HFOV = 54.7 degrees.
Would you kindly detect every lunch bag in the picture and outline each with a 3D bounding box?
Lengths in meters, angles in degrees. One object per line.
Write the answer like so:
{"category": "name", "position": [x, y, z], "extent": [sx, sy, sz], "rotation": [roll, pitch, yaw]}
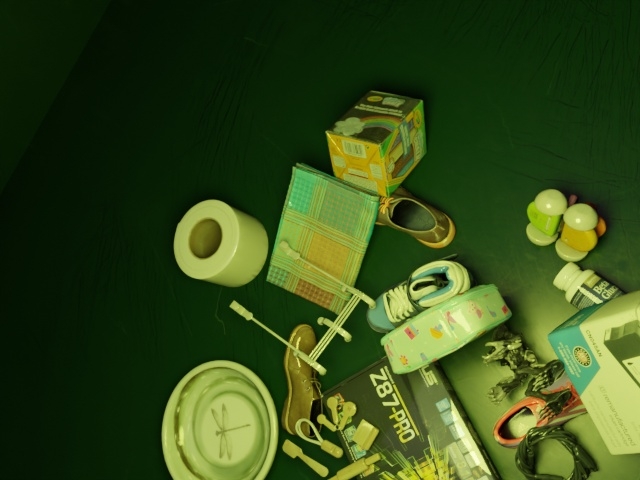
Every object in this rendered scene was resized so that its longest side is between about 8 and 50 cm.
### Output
{"category": "lunch bag", "position": [0.285, 0.202, 1.422], "extent": [0.279, 0.224, 0.108], "rotation": [-38, 74, 39]}

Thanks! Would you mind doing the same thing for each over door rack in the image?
{"category": "over door rack", "position": [-0.042, 0.180, 1.664], "extent": [0.324, 0.108, 0.239], "rotation": [32, 77, 26]}

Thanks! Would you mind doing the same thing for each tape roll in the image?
{"category": "tape roll", "position": [-0.306, 0.013, 1.915], "extent": [0.246, 0.169, 0.246], "rotation": [-7, 75, 25]}

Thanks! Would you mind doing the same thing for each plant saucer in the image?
{"category": "plant saucer", "position": [-0.278, 0.553, 1.801], "extent": [0.400, 0.100, 0.401], "rotation": [-7, 75, 26]}

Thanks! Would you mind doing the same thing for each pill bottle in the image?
{"category": "pill bottle", "position": [0.632, 0.127, 1.434], "extent": [0.169, 0.094, 0.094], "rotation": [41, 98, 29]}

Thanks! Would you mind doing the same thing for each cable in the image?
{"category": "cable", "position": [0.515, 0.490, 1.392], "extent": [0.150, 0.047, 0.184], "rotation": [-39, 102, 27]}

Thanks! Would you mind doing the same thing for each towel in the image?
{"category": "towel", "position": [0.000, 0.000, 1.730], "extent": [0.271, 0.040, 0.370], "rotation": [23, 111, 19]}

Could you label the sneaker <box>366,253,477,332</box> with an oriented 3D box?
{"category": "sneaker", "position": [0.227, 0.137, 1.563], "extent": [0.322, 0.236, 0.130], "rotation": [-22, 68, 21]}

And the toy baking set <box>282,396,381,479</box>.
{"category": "toy baking set", "position": [0.032, 0.516, 1.574], "extent": [0.256, 0.030, 0.197], "rotation": [-39, 66, 15]}

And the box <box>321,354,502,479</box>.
{"category": "box", "position": [0.218, 0.495, 1.558], "extent": [0.318, 0.097, 0.395], "rotation": [-32, 64, 14]}

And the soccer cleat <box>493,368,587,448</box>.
{"category": "soccer cleat", "position": [0.531, 0.372, 1.412], "extent": [0.318, 0.116, 0.109], "rotation": [-40, 62, 13]}

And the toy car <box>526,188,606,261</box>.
{"category": "toy car", "position": [0.594, -0.053, 1.488], "extent": [0.182, 0.159, 0.136], "rotation": [34, 59, 30]}

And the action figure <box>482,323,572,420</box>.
{"category": "action figure", "position": [0.434, 0.287, 1.402], "extent": [0.140, 0.275, 0.164], "rotation": [-21, 105, -9]}

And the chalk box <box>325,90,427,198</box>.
{"category": "chalk box", "position": [0.176, -0.285, 1.703], "extent": [0.180, 0.179, 0.289], "rotation": [20, 51, 32]}

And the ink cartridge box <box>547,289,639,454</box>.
{"category": "ink cartridge box", "position": [0.690, 0.233, 1.188], "extent": [0.286, 0.166, 0.395], "rotation": [63, 146, 8]}

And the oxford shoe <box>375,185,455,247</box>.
{"category": "oxford shoe", "position": [0.195, -0.100, 1.700], "extent": [0.363, 0.132, 0.130], "rotation": [25, 90, 31]}

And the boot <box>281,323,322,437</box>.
{"category": "boot", "position": [-0.032, 0.383, 1.693], "extent": [0.115, 0.112, 0.305], "rotation": [-3, 83, 53]}
